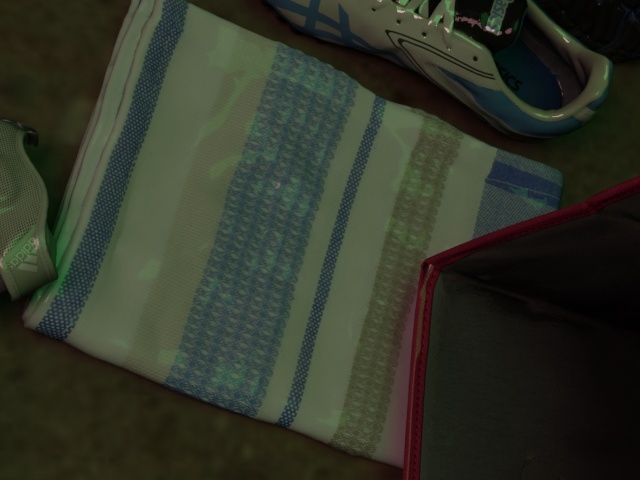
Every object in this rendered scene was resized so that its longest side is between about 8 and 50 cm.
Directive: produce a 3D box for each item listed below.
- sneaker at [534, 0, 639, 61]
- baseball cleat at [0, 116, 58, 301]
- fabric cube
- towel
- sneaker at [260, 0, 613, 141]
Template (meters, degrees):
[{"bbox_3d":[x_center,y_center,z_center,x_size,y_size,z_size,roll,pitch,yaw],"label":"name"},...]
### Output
[{"bbox_3d":[0.151,-0.205,0.801,0.221,0.083,0.087,46,53,-10],"label":"sneaker"},{"bbox_3d":[-0.179,0.028,0.562,0.109,0.072,0.206,13,67,1],"label":"baseball cleat"},{"bbox_3d":[0.214,0.130,0.600,0.258,0.259,0.254,19,66,-29],"label":"fabric cube"},{"bbox_3d":[0.000,0.000,0.689,0.285,0.034,0.209,23,66,-17],"label":"towel"},{"bbox_3d":[0.063,-0.134,0.731,0.237,0.086,0.085,26,66,-15],"label":"sneaker"}]
